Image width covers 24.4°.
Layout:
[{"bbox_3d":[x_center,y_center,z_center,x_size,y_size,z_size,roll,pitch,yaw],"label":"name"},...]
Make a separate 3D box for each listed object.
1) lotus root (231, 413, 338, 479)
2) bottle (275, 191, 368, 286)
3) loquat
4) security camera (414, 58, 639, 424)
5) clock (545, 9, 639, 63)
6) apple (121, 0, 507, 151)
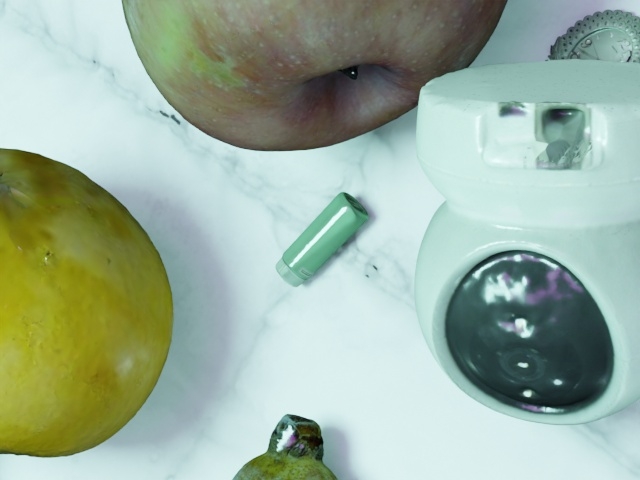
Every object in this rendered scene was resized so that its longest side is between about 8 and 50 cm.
[{"bbox_3d":[-0.030,0.228,1.119,0.113,0.088,0.192,6,85,35],"label":"lotus root"},{"bbox_3d":[0.000,0.000,1.170,0.083,0.030,0.030,-46,65,15],"label":"bottle"},{"bbox_3d":[-0.247,0.058,1.162,0.263,0.263,0.263,-5,80,27],"label":"loquat"},{"bbox_3d":[0.158,0.006,0.993,0.194,0.194,0.236,9,111,29],"label":"security camera"},{"bbox_3d":[0.207,-0.133,1.093,0.083,0.010,0.074,-38,66,17],"label":"clock"},{"bbox_3d":[-0.001,-0.204,1.058,0.306,0.306,0.235,-23,66,23],"label":"apple"}]
